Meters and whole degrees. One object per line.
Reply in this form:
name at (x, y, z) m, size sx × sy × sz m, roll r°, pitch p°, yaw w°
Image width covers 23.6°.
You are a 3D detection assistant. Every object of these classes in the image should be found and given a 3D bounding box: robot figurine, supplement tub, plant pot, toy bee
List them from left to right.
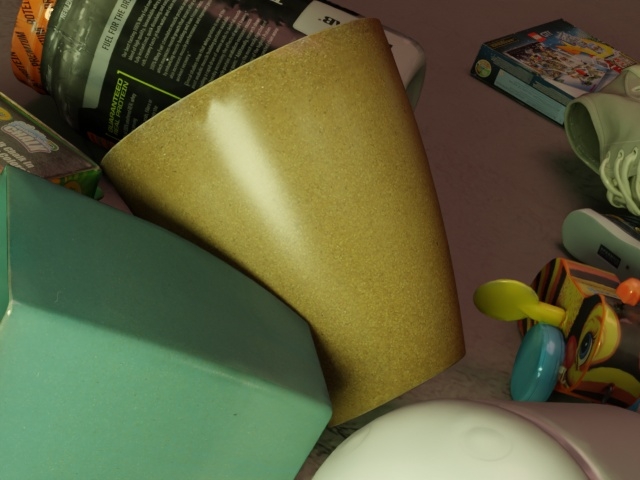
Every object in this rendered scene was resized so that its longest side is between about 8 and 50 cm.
plant pot at (-0.123, 0.090, 1.001) m, size 0.234 × 0.165 × 0.165 m, roll 18°, pitch 27°, yaw -22°
supplement tub at (-0.092, -0.148, 1.384) m, size 0.338 × 0.207 × 0.207 m, roll 25°, pitch 28°, yaw 7°
plant pot at (0.000, 0.000, 1.150) m, size 0.237 × 0.237 × 0.254 m, roll -26°, pitch 87°, yaw -54°
robot figurine at (0.116, 0.192, 0.882) m, size 0.353 × 0.300 × 0.199 m, roll 10°, pitch 63°, yaw -54°
toy bee at (0.239, 0.086, 1.246) m, size 0.195 × 0.162 × 0.298 m, roll 7°, pitch 31°, yaw -28°

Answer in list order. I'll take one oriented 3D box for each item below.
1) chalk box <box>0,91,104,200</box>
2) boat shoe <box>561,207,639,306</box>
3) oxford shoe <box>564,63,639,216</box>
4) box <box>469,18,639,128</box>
chalk box at (-0.259, -0.021, 1.131) m, size 0.132 × 0.132 × 0.213 m, roll 36°, pitch 30°, yaw 27°
boat shoe at (0.323, 0.025, 1.507) m, size 0.083 × 0.065 × 0.183 m, roll 0°, pitch 34°, yaw -35°
oxford shoe at (0.361, -0.067, 1.566) m, size 0.130 × 0.169 × 0.449 m, roll -23°, pitch 22°, yaw -1°
box at (0.313, -0.211, 1.937) m, size 0.159 × 0.044 × 0.233 m, roll 34°, pitch 31°, yaw 22°
